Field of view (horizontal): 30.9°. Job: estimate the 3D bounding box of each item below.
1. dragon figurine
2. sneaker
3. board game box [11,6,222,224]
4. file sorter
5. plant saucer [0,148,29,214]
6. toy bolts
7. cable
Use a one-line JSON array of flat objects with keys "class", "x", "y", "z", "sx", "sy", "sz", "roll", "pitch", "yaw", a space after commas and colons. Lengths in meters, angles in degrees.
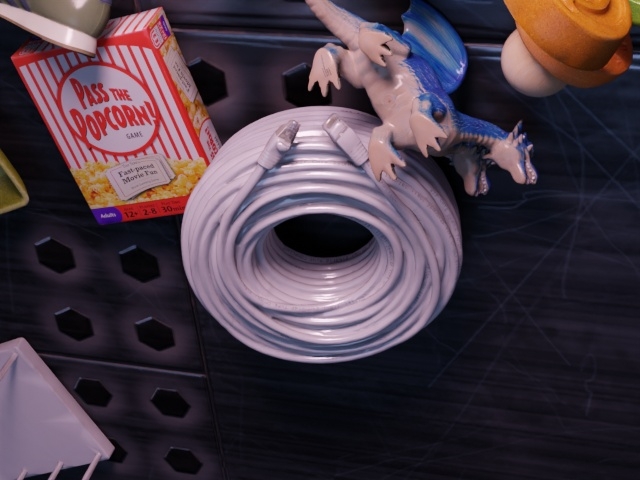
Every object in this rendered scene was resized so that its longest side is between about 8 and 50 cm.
[{"class": "dragon figurine", "x": 0.066, "y": -0.141, "z": 0.954, "sx": 0.085, "sy": 0.144, "sz": 0.289, "roll": -35, "pitch": 94, "yaw": 33}, {"class": "sneaker", "x": -0.258, "y": -0.233, "z": 1.017, "sx": 0.192, "sy": 0.064, "sz": 0.086, "roll": 27, "pitch": 97, "yaw": 19}, {"class": "board game box", "x": -0.180, "y": -0.111, "z": 1.091, "sx": 0.147, "sy": 0.045, "sz": 0.193, "roll": -8, "pitch": 124, "yaw": 23}, {"class": "file sorter", "x": -0.437, "y": 0.269, "z": 1.394, "sx": 0.278, "sy": 0.173, "sz": 0.193, "roll": -17, "pitch": 119, "yaw": 29}, {"class": "plant saucer", "x": -0.408, "y": -0.097, "z": 1.173, "sx": 0.188, "sy": 0.045, "sz": 0.188, "roll": -17, "pitch": 119, "yaw": 24}, {"class": "toy bolts", "x": 0.127, "y": -0.190, "z": 0.841, "sx": 0.228, "sy": 0.218, "sz": 0.158, "roll": 50, "pitch": 134, "yaw": 1}, {"class": "cable", "x": 0.000, "y": 0.000, "z": 1.064, "sx": 0.257, "sy": 0.089, "sz": 0.257, "roll": -36, "pitch": 121, "yaw": 29}]
